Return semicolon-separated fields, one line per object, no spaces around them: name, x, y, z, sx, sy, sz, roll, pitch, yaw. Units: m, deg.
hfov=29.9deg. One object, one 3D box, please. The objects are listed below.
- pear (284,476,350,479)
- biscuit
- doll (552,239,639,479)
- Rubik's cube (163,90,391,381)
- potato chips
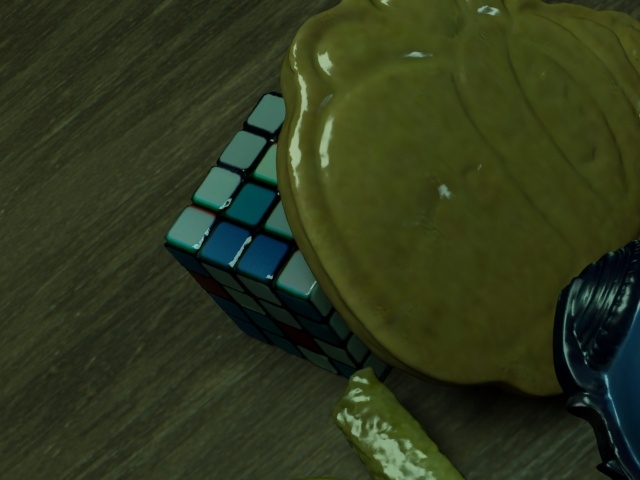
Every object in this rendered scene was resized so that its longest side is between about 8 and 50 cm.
pear;0.000;0.246;0.743;0.208;0.209;0.209;-14;53;18
biscuit;0.121;-0.070;0.860;0.351;0.312;0.057;-52;12;-25
doll;0.291;0.050;0.706;0.284;0.240;0.310;24;74;7
Rubik's cube;0.000;0.000;0.944;0.151;0.154;0.155;22;70;36
potato chips;0.139;0.228;0.767;0.057;0.080;0.407;-32;45;-19
